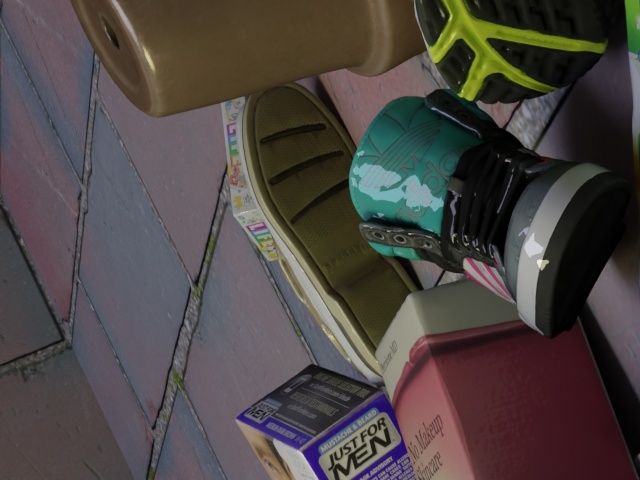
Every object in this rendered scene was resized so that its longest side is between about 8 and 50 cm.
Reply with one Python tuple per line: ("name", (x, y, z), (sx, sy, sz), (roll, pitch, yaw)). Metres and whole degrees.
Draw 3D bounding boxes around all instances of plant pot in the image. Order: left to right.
("plant pot", (-0.069, -0.214, 1.436), (0.263, 0.229, 0.263), (54, 164, 24))

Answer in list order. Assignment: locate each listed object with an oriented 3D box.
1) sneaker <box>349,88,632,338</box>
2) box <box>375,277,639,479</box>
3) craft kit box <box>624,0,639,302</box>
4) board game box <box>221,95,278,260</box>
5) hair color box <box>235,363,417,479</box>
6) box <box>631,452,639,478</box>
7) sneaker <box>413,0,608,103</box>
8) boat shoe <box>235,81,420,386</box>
("sneaker", (0.102, -0.029, 1.199), (0.178, 0.124, 0.295), (29, 178, 11))
("box", (0.144, 0.153, 1.419), (0.148, 0.127, 0.232), (112, 142, -65))
("craft kit box", (0.267, -0.011, 1.056), (0.250, 0.061, 0.246), (45, 154, 50))
("board game box", (-0.063, -0.071, 1.822), (0.103, 0.026, 0.154), (54, -155, -58))
("hair color box", (0.067, 0.292, 1.787), (0.339, 0.110, 0.185), (61, 164, -14))
("box", (0.259, 0.185, 1.346), (0.081, 0.028, 0.136), (63, 164, 16))
("sneaker", (0.071, -0.242, 1.096), (0.384, 0.145, 0.147), (69, -172, -53))
("boat shoe", (0.000, 0.000, 1.731), (0.302, 0.113, 0.103), (65, 156, 7))
